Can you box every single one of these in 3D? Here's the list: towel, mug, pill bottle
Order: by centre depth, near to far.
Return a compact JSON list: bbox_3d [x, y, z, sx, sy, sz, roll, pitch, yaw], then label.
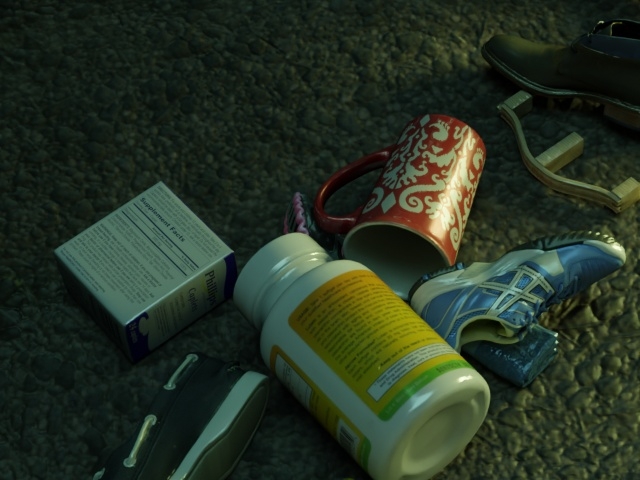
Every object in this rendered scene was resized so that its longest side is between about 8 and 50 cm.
[{"bbox_3d":[0.030,0.105,1.591,0.136,0.136,0.245,-33,57,-20],"label":"pill bottle"},{"bbox_3d":[0.169,0.091,1.660,0.119,0.029,0.067,33,62,25],"label":"towel"},{"bbox_3d":[0.087,-0.048,1.713,0.150,0.113,0.169,32,52,-10],"label":"mug"}]

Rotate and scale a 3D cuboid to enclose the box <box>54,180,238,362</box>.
[{"bbox_3d":[-0.172,0.030,1.703,0.137,0.072,0.126,-35,58,-20],"label":"box"}]

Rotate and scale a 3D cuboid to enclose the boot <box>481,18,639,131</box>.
[{"bbox_3d":[0.282,-0.204,1.820,0.219,0.106,0.082,23,37,17],"label":"boot"}]

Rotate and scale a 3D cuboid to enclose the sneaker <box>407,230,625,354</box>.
[{"bbox_3d":[0.194,0.054,1.627,0.211,0.080,0.081,-20,60,2],"label":"sneaker"}]

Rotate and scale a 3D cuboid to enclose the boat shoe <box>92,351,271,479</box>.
[{"bbox_3d":[-0.154,0.222,1.538,0.091,0.114,0.302,22,45,18],"label":"boat shoe"}]

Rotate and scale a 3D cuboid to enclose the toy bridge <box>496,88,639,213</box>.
[{"bbox_3d":[0.250,-0.089,1.794,0.063,0.026,0.188,-34,57,-19],"label":"toy bridge"}]

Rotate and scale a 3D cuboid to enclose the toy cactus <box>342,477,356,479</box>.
[{"bbox_3d":[0.073,0.280,1.489,0.180,0.112,0.219,-25,46,-26],"label":"toy cactus"}]

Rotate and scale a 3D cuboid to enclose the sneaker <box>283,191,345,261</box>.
[{"bbox_3d":[0.000,0.000,1.740,0.057,0.047,0.119,-1,50,-24],"label":"sneaker"}]
